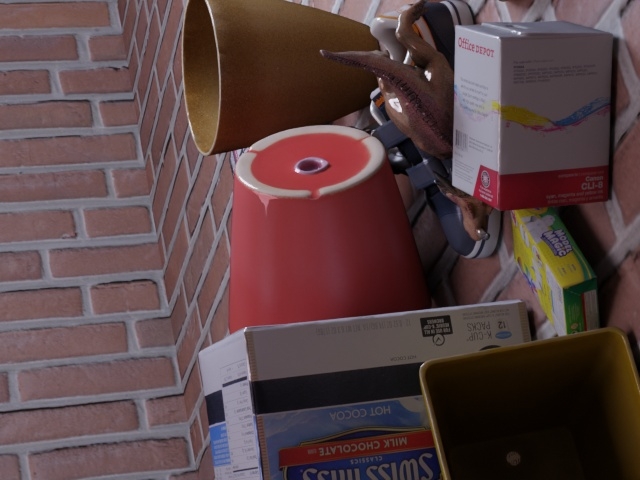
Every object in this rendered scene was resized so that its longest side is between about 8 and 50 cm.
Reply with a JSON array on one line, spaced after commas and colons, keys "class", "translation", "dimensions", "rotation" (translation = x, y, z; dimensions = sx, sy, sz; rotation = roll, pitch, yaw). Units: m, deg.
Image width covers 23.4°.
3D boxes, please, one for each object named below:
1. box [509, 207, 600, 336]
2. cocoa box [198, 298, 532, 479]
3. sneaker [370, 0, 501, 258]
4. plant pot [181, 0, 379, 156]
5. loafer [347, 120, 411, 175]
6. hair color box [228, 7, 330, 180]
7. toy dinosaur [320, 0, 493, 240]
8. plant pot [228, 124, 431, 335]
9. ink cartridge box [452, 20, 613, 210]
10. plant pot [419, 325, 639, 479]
[{"class": "box", "translation": [0.243, 0.023, 1.639], "dimensions": [0.179, 0.043, 0.105], "rotation": [-116, 9, -46]}, {"class": "cocoa box", "translation": [0.059, 0.210, 1.806], "dimensions": [0.231, 0.347, 0.228], "rotation": [147, 117, -70]}, {"class": "sneaker", "translation": [0.131, -0.130, 1.875], "dimensions": [0.126, 0.127, 0.321], "rotation": [146, 117, -69]}, {"class": "plant pot", "translation": [-0.052, -0.244, 2.217], "dimensions": [0.237, 0.254, 0.237], "rotation": [176, 90, -72]}, {"class": "loafer", "translation": [0.098, -0.133, 2.086], "dimensions": [0.220, 0.080, 0.078], "rotation": [21, 92, 61]}, {"class": "hair color box", "translation": [-0.064, -0.195, 2.528], "dimensions": [0.347, 0.105, 0.174], "rotation": [105, 154, -47]}, {"class": "toy dinosaur", "translation": [0.131, -0.130, 1.696], "dimensions": [0.127, 0.296, 0.200], "rotation": [-27, 56, 27]}, {"class": "plant pot", "translation": [0.000, 0.000, 2.005], "dimensions": [0.275, 0.275, 0.243], "rotation": [-122, 21, -56]}, {"class": "ink cartridge box", "translation": [0.215, -0.133, 1.583], "dimensions": [0.128, 0.127, 0.176], "rotation": [-139, 45, -68]}, {"class": "plant pot", "translation": [0.218, 0.234, 1.569], "dimensions": [0.187, 0.212, 0.212], "rotation": [93, 166, -65]}]
